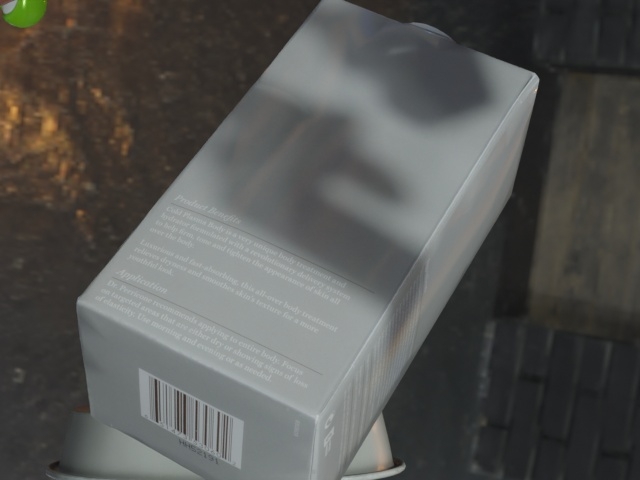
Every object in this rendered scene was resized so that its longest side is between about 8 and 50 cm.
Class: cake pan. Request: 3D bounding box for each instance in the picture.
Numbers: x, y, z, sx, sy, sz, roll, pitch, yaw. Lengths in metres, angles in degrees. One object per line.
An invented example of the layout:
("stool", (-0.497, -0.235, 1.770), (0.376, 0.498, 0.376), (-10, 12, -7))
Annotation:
("cake pan", (-0.077, 0.162, 1.176), (0.293, 0.293, 0.054), (5, 84, -56))

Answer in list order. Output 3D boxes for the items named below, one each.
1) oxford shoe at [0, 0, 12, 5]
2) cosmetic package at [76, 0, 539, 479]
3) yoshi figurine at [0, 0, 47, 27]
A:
("oxford shoe", (-0.229, -0.212, 0.399), (0.146, 0.397, 0.140), (-65, -173, -21))
("cosmetic package", (0.000, 0.000, 0.696), (0.238, 0.127, 0.107), (-52, 159, -36))
("yoshi figurine", (-0.373, -0.411, 1.631), (0.203, 0.203, 0.362), (-63, 167, -57))
